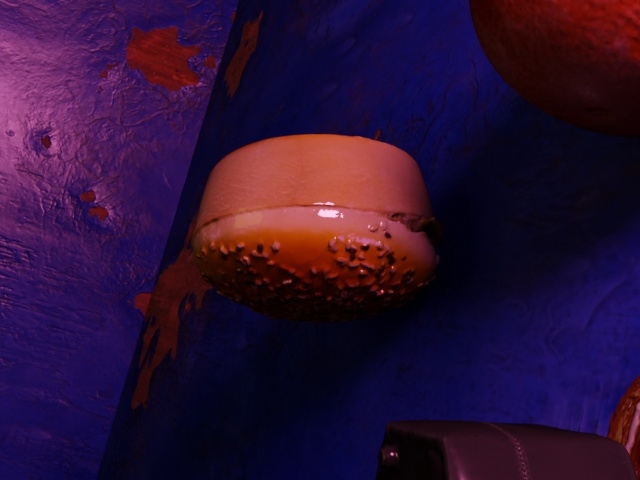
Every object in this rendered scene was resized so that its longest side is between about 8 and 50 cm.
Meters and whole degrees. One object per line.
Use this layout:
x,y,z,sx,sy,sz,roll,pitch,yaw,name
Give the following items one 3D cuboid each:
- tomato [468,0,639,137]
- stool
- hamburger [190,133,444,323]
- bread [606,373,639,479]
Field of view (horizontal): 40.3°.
0.233,-0.213,0.661,0.265,0.265,0.264,-49,31,44,tomato
0.113,0.228,0.577,0.232,0.141,0.232,-176,90,-77,stool
0.000,0.000,1.000,0.300,0.300,0.176,-32,56,58,hamburger
0.254,0.149,0.554,0.160,0.073,0.160,-47,33,44,bread
